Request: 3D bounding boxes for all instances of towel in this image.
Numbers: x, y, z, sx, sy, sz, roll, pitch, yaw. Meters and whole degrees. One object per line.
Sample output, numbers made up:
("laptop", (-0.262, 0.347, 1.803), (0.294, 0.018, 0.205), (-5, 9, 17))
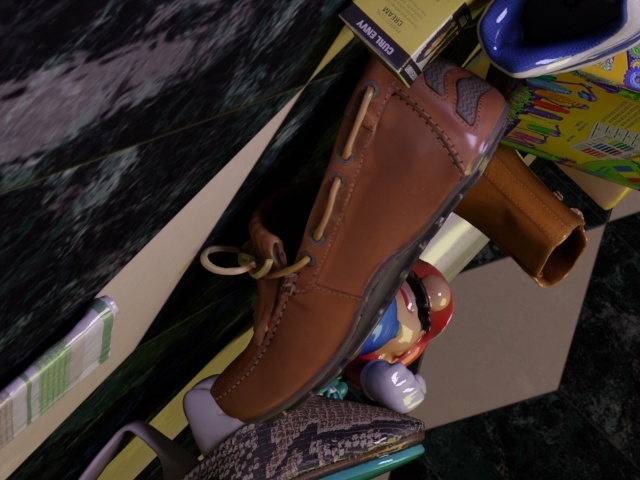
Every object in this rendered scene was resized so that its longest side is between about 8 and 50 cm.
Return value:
("towel", (-0.202, 0.102, 1.284), (0.152, 0.023, 0.113), (-41, 170, -21))

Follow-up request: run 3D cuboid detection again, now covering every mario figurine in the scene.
("mario figurine", (0.061, 0.054, 1.848), (0.198, 0.170, 0.320), (-71, 161, 2))

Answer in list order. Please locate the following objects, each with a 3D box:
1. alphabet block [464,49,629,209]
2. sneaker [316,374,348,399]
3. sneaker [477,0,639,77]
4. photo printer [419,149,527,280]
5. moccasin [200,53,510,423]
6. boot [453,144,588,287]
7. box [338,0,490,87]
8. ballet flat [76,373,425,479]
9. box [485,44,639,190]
("alphabet block", (0.291, -0.174, 1.858), (0.193, 0.197, 0.192), (-48, 172, 22))
("sneaker", (-0.026, 0.154, 1.978), (0.107, 0.110, 0.275), (-58, -175, 47))
("sneaker", (0.214, -0.190, 1.131), (0.296, 0.112, 0.131), (-46, 172, 38))
("photo printer", (0.123, -0.006, 2.204), (0.256, 0.107, 0.307), (-44, 173, -10))
("moccasin", (-0.001, 0.002, 1.470), (0.380, 0.147, 0.139), (-58, -179, 44))
("boot", (0.146, -0.038, 1.726), (0.104, 0.211, 0.295), (-45, 173, -2))
("box", (0.114, -0.203, 1.209), (0.232, 0.058, 0.087), (-46, 172, 3))
("ballet flat", (-0.128, 0.242, 1.825), (0.483, 0.182, 0.164), (-36, 164, 23))
("box", (0.290, -0.141, 1.434), (0.290, 0.279, 0.177), (128, -19, -80))
